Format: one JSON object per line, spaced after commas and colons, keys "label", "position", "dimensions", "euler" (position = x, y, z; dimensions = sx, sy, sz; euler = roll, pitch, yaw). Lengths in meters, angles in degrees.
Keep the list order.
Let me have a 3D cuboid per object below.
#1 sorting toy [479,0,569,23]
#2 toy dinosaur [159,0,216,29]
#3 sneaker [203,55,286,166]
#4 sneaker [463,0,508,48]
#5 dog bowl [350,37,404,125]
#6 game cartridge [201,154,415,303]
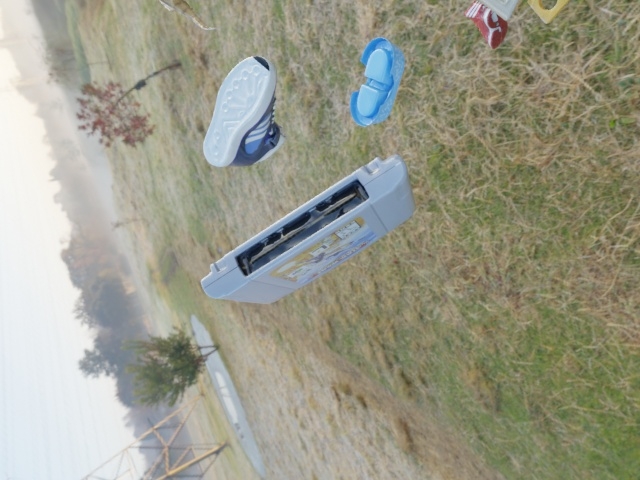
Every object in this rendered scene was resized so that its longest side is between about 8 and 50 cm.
{"label": "sorting toy", "position": [0.337, -0.554, 0.862], "dimensions": [0.347, 0.047, 0.196], "euler": [53, 151, 24]}
{"label": "toy dinosaur", "position": [-0.256, -0.421, 0.795], "dimensions": [0.212, 0.112, 0.064], "euler": [38, 122, -5]}
{"label": "sneaker", "position": [-0.161, -0.335, 1.204], "dimensions": [0.130, 0.236, 0.322], "euler": [44, 122, 14]}
{"label": "sneaker", "position": [0.600, -0.799, 1.641], "dimensions": [0.128, 0.087, 0.221], "euler": [48, -171, 28]}
{"label": "dog bowl", "position": [0.202, -0.549, 1.585], "dimensions": [0.166, 0.074, 0.297], "euler": [43, 127, 42]}
{"label": "game cartridge", "position": [0.000, 0.000, 0.642], "dimensions": [0.062, 0.297, 0.198], "euler": [61, -171, 20]}
